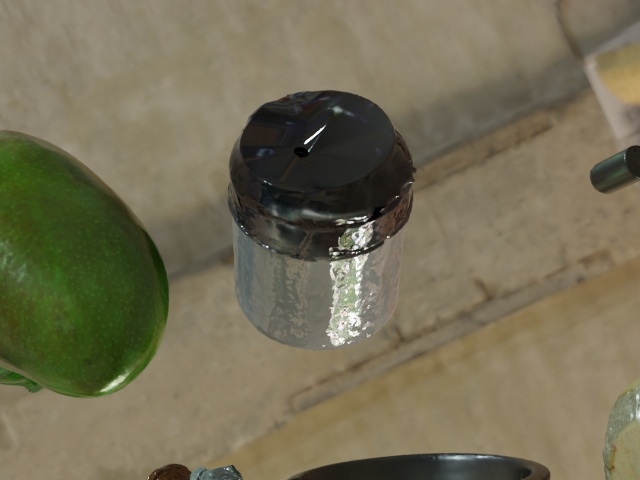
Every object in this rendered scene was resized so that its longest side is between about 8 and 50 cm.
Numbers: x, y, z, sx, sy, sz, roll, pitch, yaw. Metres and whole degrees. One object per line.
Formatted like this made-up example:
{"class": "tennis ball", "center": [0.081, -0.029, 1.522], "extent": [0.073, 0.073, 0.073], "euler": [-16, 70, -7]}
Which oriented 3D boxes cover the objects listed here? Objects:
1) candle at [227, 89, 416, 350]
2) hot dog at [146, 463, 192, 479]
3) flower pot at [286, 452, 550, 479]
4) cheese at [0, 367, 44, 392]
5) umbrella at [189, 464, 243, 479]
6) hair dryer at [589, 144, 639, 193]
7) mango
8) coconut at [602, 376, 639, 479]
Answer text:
{"class": "candle", "center": [0.000, 0.000, 1.636], "extent": [0.342, 0.221, 0.221], "euler": [90, 164, -45]}
{"class": "hot dog", "center": [-0.184, 0.366, 1.776], "extent": [0.099, 0.065, 0.147], "euler": [26, -148, -51]}
{"class": "flower pot", "center": [0.149, 0.443, 1.889], "extent": [0.379, 0.379, 0.251], "euler": [13, -108, -86]}
{"class": "cheese", "center": [-0.518, 0.102, 2.058], "extent": [0.320, 0.204, 0.083], "euler": [53, -152, -11]}
{"class": "umbrella", "center": [-0.102, 0.318, 1.690], "extent": [0.188, 0.050, 0.046], "euler": [8, 128, 56]}
{"class": "hair dryer", "center": [0.544, -0.110, 2.198], "extent": [0.100, 0.197, 0.057], "euler": [150, 119, -61]}
{"class": "mango", "center": [-0.282, 0.023, 1.278], "extent": [0.382, 0.225, 0.201], "euler": [40, 134, 41]}
{"class": "coconut", "center": [0.438, 0.206, 1.408], "extent": [0.239, 0.244, 0.239], "euler": [23, 126, 35]}
